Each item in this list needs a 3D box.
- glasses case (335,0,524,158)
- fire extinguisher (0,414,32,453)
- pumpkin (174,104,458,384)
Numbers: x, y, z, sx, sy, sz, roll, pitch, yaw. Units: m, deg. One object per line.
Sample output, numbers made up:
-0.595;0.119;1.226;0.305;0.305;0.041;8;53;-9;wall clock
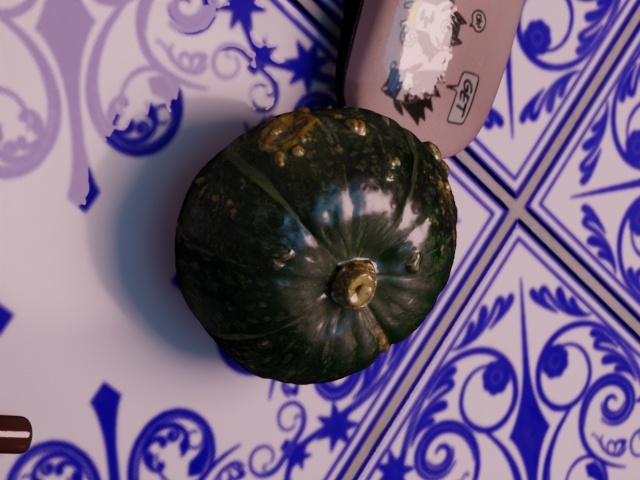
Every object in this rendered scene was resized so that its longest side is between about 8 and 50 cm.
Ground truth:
0.090;-0.210;1.203;0.122;0.075;0.314;14;89;-36;glasses case
-0.230;0.129;1.075;0.100;0.032;0.046;5;128;-34;fire extinguisher
-0.001;0.001;1.131;0.190;0.146;0.190;-5;99;-33;pumpkin
